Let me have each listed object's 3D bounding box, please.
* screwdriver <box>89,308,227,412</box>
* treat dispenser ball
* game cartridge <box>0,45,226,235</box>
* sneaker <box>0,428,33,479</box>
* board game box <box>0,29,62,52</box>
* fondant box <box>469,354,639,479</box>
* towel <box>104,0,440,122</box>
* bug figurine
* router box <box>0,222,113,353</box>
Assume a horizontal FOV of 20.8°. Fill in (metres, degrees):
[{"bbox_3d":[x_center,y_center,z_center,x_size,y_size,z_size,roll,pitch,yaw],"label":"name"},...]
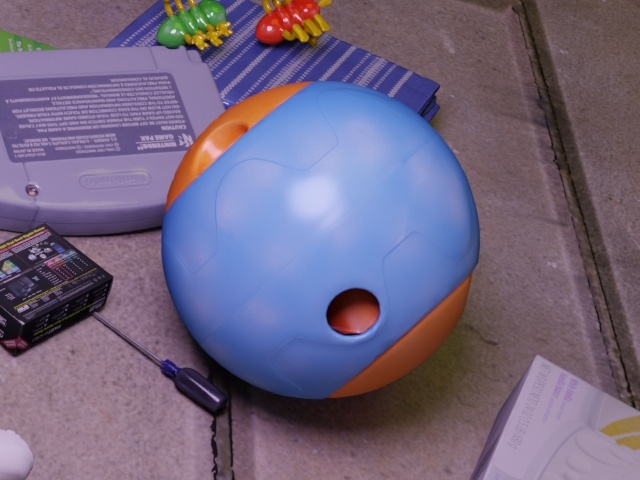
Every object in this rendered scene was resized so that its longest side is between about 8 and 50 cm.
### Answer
[{"bbox_3d":[-0.153,0.104,1.586,0.170,0.024,0.025,35,8,21],"label":"screwdriver"},{"bbox_3d":[0.000,0.000,1.571,0.288,0.288,0.288,16,39,-13],"label":"treat dispenser ball"},{"bbox_3d":[-0.225,-0.099,1.712,0.294,0.060,0.196,-6,56,-29],"label":"game cartridge"},{"bbox_3d":[-0.330,0.196,1.330,0.235,0.090,0.095,-3,59,-28],"label":"sneaker"},{"bbox_3d":[-0.317,-0.165,1.785,0.259,0.039,0.124,15,39,-12],"label":"board game box"},{"bbox_3d":[0.293,0.275,1.580,0.330,0.096,0.238,30,37,2],"label":"fondant box"},{"bbox_3d":[-0.046,-0.180,1.931,0.336,0.040,0.243,24,33,8],"label":"towel"},{"bbox_3d":[-0.123,-0.305,1.929,0.216,0.072,0.279,-24,75,-33],"label":"bug figurine"},{"bbox_3d":[-0.262,0.041,1.569,0.092,0.038,0.122,37,38,20],"label":"router box"}]
